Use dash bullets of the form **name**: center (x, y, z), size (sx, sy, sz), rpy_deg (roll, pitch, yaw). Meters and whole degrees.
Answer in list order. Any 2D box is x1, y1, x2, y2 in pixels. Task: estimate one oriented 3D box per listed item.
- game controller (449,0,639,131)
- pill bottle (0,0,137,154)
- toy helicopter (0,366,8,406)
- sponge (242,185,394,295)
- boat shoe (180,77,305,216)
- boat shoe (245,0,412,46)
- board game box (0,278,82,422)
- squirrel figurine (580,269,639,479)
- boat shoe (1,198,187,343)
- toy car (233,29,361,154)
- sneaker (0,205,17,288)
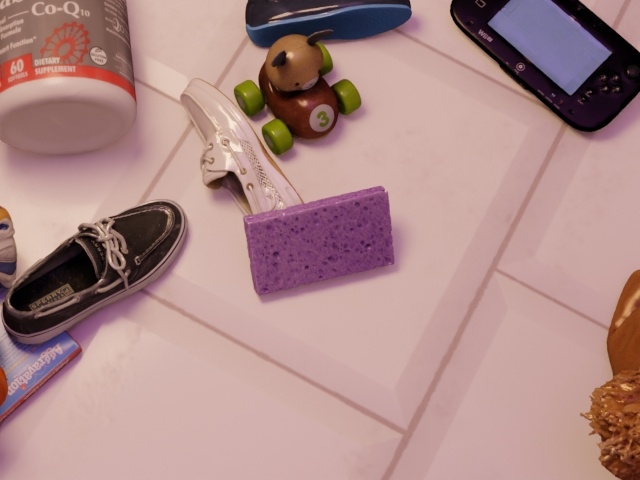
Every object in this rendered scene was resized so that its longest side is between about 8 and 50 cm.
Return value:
- **game controller**: center (0.358, -0.313, 1.922), size (0.319, 0.067, 0.166), rpy_deg (43, 71, 11)
- **pill bottle**: center (-0.385, -0.326, 1.770), size (0.210, 0.210, 0.363), rpy_deg (-6, 70, -8)
- **toy helicopter**: center (-0.585, 0.162, 1.531), size (0.355, 0.235, 0.140), rpy_deg (-29, 39, -1)
- **sponge**: center (0.000, 0.000, 1.748), size (0.210, 0.031, 0.117), rpy_deg (-13, 114, -12)
- **boat shoe**: center (-0.132, -0.113, 1.776), size (0.096, 0.098, 0.277), rpy_deg (-34, 78, -17)
- **boat shoe**: center (0.011, -0.367, 1.885), size (0.258, 0.109, 0.089), rpy_deg (-5, 67, -10)
- **board game box**: center (-0.479, 0.191, 1.663), size (0.145, 0.027, 0.281), rpy_deg (44, 71, 12)
- **squirrel figurine**: center (0.522, 0.170, 1.594), size (0.281, 0.370, 0.397), rpy_deg (33, 70, 6)
- **boat shoe**: center (-0.308, 0.024, 1.689), size (0.306, 0.105, 0.113), rpy_deg (-30, 73, -25)
- **toy car**: center (-0.028, -0.241, 1.787), size (0.155, 0.188, 0.149), rpy_deg (-32, 76, -16)
- **sneaker**: center (-0.537, 0.054, 1.610), size (0.296, 0.112, 0.131), rpy_deg (-20, 117, -25)
